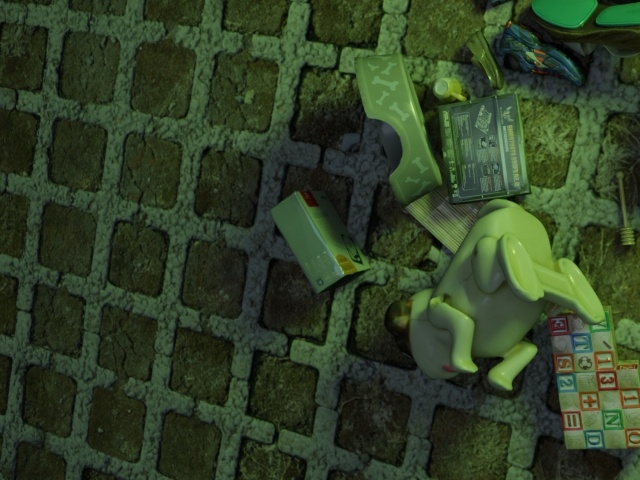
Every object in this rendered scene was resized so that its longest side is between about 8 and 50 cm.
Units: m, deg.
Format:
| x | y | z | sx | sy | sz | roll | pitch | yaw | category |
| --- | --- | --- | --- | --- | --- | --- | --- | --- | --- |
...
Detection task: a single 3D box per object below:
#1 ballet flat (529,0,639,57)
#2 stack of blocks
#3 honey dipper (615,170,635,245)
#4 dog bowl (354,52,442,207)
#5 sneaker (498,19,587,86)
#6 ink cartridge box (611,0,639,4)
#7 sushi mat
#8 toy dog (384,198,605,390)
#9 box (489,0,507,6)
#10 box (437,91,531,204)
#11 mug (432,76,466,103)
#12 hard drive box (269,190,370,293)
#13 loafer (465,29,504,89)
| x | y | z | sx | sy | sz | roll | pitch | yaw | category |
| --- | --- | --- | --- | --- | --- | --- | --- | --- | --- |
| 0.586 | -0.441 | 1.742 | 0.116 | 0.124 | 0.342 | -48 | 38 | -15 | ballet flat |
| 0.608 | 0.297 | 1.822 | 0.171 | 0.087 | 0.297 | -8 | 91 | 24 | stack of blocks |
| 0.658 | -0.070 | 1.807 | 0.030 | 0.030 | 0.161 | -6 | 87 | 24 | honey dipper |
| 0.177 | -0.252 | 1.842 | 0.102 | 0.349 | 0.349 | -17 | 87 | 12 | dog bowl |
| 0.488 | -0.398 | 1.836 | 0.221 | 0.083 | 0.087 | 40 | 121 | 21 | sneaker |
| 0.688 | -0.602 | 1.676 | 0.189 | 0.097 | 0.255 | 30 | 107 | 48 | ink cartridge box |
| 0.333 | -0.049 | 1.953 | 0.316 | 0.019 | 0.151 | 45 | 110 | 14 | sushi mat |
| 0.322 | 0.135 | 1.810 | 0.408 | 0.284 | 0.395 | -46 | 49 | 32 | toy dog |
| 0.421 | -0.661 | 1.854 | 0.159 | 0.044 | 0.233 | -19 | 87 | 24 | box |
| 0.371 | -0.207 | 1.893 | 0.183 | 0.056 | 0.231 | -8 | 88 | 19 | box |
| 0.295 | -0.350 | 1.922 | 0.078 | 0.064 | 0.062 | 1 | 94 | 23 | mug |
| 0.000 | 0.000 | 2.013 | 0.089 | 0.181 | 0.232 | -35 | 81 | 21 | hard drive box |
| 0.372 | -0.402 | 1.892 | 0.050 | 0.056 | 0.148 | -25 | 74 | 24 | loafer |
